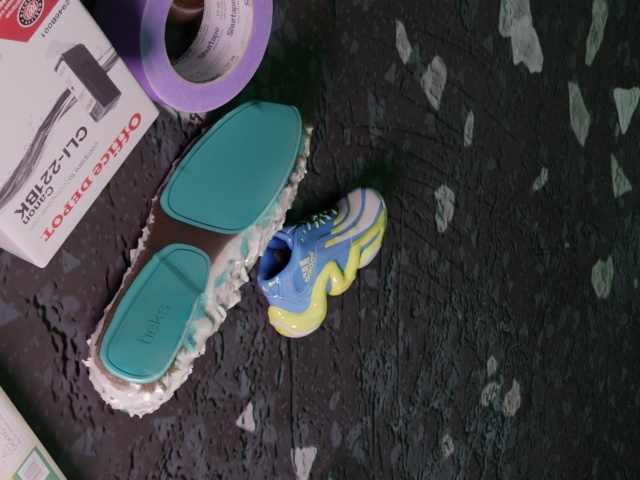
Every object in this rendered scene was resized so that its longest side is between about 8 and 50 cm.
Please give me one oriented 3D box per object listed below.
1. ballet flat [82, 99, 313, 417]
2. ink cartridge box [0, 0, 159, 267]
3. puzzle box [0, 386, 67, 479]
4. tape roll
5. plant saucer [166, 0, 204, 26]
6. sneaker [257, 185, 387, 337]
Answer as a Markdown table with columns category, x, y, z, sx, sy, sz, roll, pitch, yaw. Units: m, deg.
| category | x | y | z | sx | sy | sz | roll | pitch | yaw |
| --- | --- | --- | --- | --- | --- | --- | --- | --- | --- |
| ballet flat | -0.139 | 0.021 | 1.679 | 0.409 | 0.147 | 0.147 | -60 | 138 | -27 |
| ink cartridge box | -0.287 | -0.129 | 1.352 | 0.197 | 0.114 | 0.273 | -55 | 151 | -14 |
| puzzle box | -0.373 | 0.261 | 1.409 | 0.272 | 0.052 | 0.409 | -57 | 137 | -35 |
| tape roll | -0.145 | -0.237 | 1.611 | 0.189 | 0.080 | 0.189 | -24 | 125 | -39 |
| plant saucer | -0.154 | -0.322 | 1.670 | 0.168 | 0.029 | 0.168 | -9 | 101 | -55 |
| sneaker | 0.000 | 0.000 | 1.881 | 0.240 | 0.091 | 0.126 | -61 | 138 | -29 |
